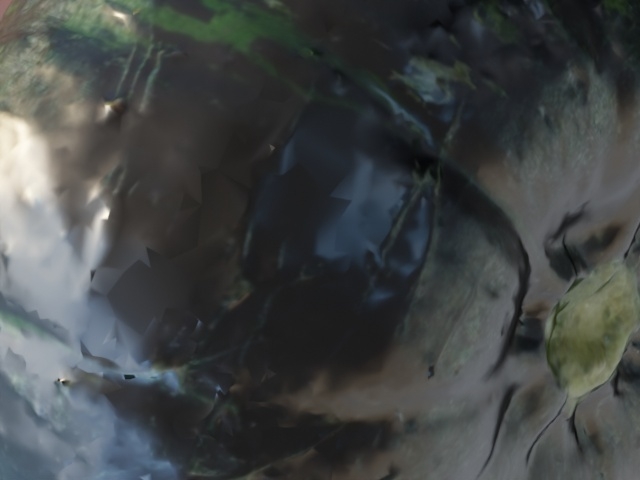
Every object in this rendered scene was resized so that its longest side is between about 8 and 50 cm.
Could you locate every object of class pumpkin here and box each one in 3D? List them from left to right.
[{"bbox_3d":[0.000,0.000,0.553,0.238,0.315,0.315,29,136,31],"label":"pumpkin"}]
